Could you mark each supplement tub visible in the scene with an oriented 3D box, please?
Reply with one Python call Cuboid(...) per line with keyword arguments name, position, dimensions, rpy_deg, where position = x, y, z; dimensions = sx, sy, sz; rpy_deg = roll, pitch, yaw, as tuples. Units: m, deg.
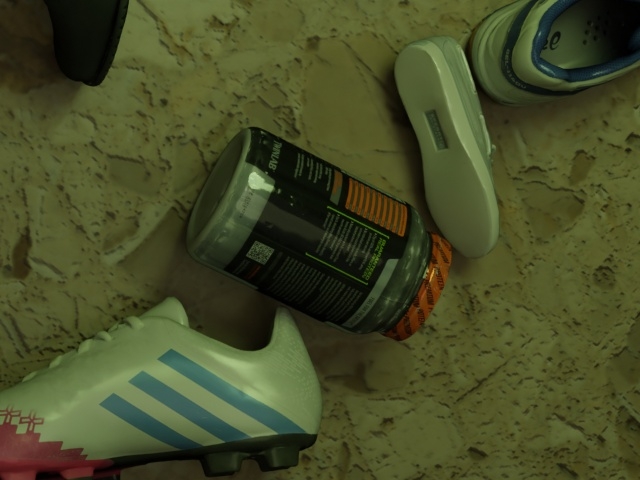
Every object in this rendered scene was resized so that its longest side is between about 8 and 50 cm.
Cuboid(name="supplement tub", position=(0.000, 0.000, 1.255), dimensions=(0.190, 0.117, 0.117), rpy_deg=(27, 90, -15))

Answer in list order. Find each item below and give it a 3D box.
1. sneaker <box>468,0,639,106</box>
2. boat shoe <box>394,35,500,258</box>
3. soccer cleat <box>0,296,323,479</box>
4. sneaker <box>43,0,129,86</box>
Cuboid(name="sneaker", position=(0.270, -0.187, 1.293), dimensions=(0.296, 0.131, 0.112), rpy_deg=(-30, 101, -11))
Cuboid(name="boat shoe", position=(0.114, -0.079, 1.305), dimensions=(0.063, 0.066, 0.184), rpy_deg=(-28, 98, -43))
Cuboid(name="soccer cleat", position=(-0.164, 0.120, 1.245), dimensions=(0.331, 0.116, 0.143), rpy_deg=(-3, 78, -14))
Cuboid(name="sneaker", position=(-0.198, -0.254, 1.124), dimensions=(0.146, 0.122, 0.330), rpy_deg=(1, 132, -8))
